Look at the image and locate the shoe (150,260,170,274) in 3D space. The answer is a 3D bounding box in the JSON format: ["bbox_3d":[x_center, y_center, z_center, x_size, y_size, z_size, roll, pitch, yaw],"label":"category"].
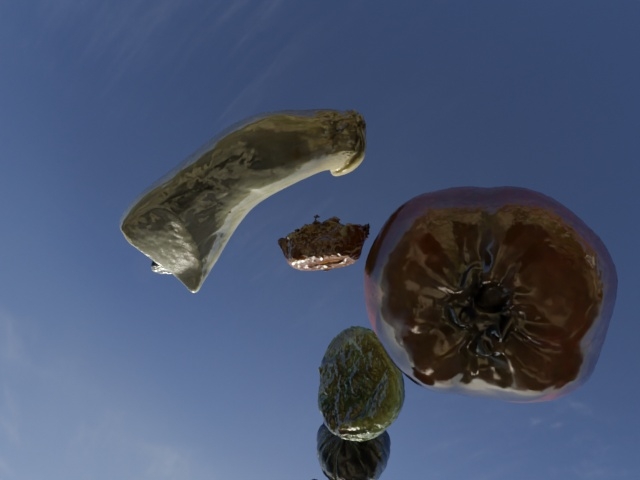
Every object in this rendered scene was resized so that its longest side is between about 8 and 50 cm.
[{"bbox_3d":[-0.361,0.046,1.017,0.063,0.143,0.071,-16,-93,18],"label":"shoe"}]

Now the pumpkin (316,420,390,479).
[{"bbox_3d":[0.091,0.584,1.174,0.220,0.220,0.162,-10,-61,14],"label":"pumpkin"}]

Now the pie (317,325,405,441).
[{"bbox_3d":[0.087,0.346,1.017,0.277,0.078,0.277,-16,-114,42],"label":"pie"}]

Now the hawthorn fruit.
[{"bbox_3d":[0.153,0.033,0.396,0.199,0.251,0.200,5,-76,21],"label":"hawthorn fruit"}]

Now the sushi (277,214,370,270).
[{"bbox_3d":[0.001,0.001,0.479,0.117,0.061,0.060,-4,-112,12],"label":"sushi"}]

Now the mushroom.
[{"bbox_3d":[-0.112,-0.096,0.648,0.397,0.126,0.177,-36,-64,11],"label":"mushroom"}]

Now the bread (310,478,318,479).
[{"bbox_3d":[0.048,0.792,1.226,0.251,0.174,0.133,-14,-51,-23],"label":"bread"}]
